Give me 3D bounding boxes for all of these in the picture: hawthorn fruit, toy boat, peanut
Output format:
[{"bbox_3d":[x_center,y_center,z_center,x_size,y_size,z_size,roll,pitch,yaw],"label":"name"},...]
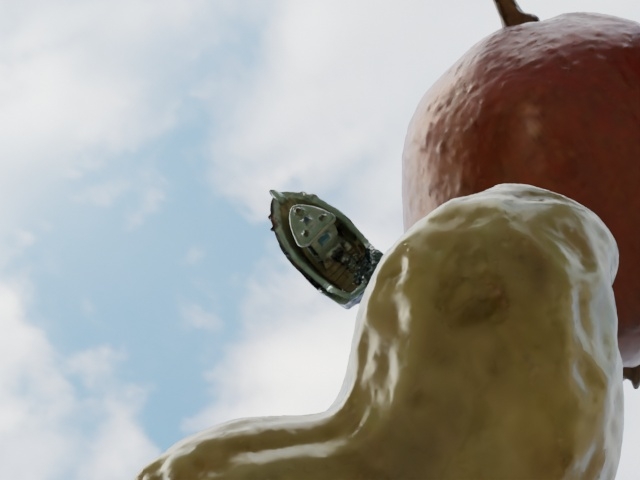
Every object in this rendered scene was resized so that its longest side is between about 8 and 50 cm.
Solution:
[{"bbox_3d":[0.126,-0.035,0.820,0.196,0.196,0.225,-19,-93,8],"label":"hawthorn fruit"},{"bbox_3d":[0.000,0.000,0.758,0.038,0.038,0.083,-47,-130,1],"label":"toy boat"},{"bbox_3d":[0.011,0.082,0.484,0.229,0.103,0.098,-43,-139,-6],"label":"peanut"}]
